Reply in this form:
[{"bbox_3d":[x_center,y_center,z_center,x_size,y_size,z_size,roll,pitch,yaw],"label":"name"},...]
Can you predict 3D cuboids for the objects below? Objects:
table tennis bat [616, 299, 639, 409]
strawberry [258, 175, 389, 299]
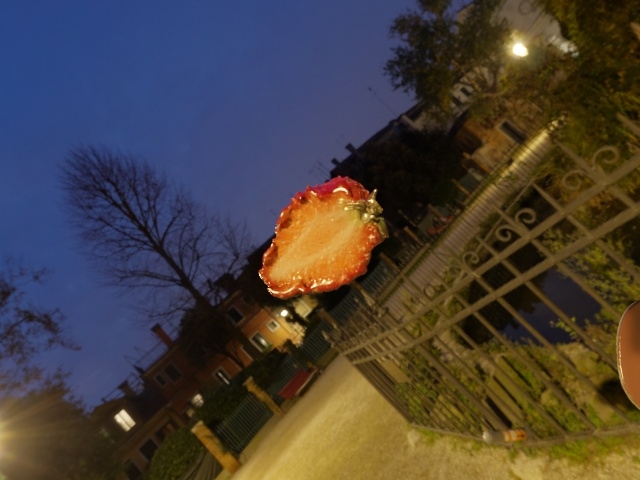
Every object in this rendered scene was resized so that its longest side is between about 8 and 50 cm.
[{"bbox_3d":[0.439,0.192,0.526,0.022,0.138,0.246,95,-173,-73],"label":"table tennis bat"},{"bbox_3d":[0.000,-0.002,0.423,0.152,0.104,0.048,-34,9,21],"label":"strawberry"}]
